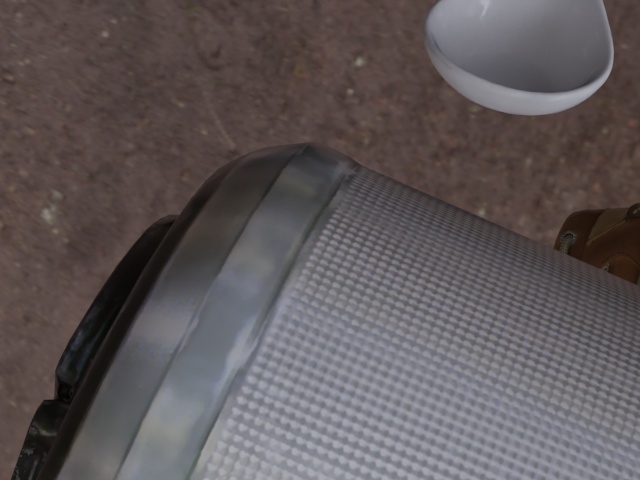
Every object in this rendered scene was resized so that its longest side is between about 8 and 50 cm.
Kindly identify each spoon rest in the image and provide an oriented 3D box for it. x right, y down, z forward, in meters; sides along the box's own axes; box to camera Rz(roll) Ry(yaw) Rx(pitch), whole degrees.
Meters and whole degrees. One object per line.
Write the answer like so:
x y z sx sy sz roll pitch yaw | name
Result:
0.161 -0.175 1.076 0.276 0.137 0.084 -58 163 -54 | spoon rest

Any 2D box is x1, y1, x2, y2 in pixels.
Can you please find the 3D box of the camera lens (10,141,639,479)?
0.049 0.111 0.442 0.274 0.219 0.219 24 90 4 | camera lens

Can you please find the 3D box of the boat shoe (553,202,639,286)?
0.161 0.127 0.895 0.122 0.120 0.324 38 68 -52 | boat shoe
